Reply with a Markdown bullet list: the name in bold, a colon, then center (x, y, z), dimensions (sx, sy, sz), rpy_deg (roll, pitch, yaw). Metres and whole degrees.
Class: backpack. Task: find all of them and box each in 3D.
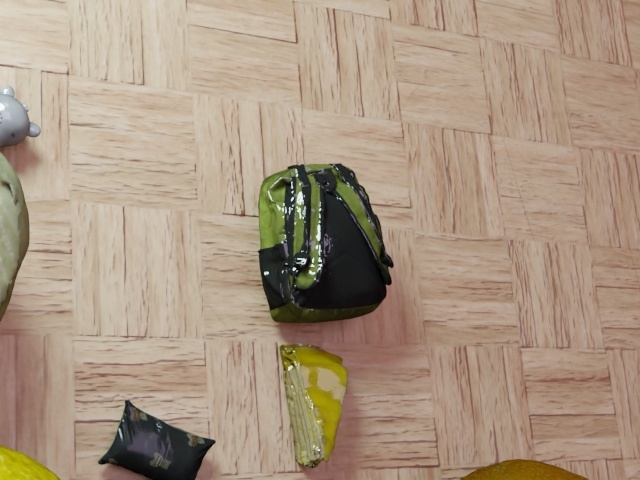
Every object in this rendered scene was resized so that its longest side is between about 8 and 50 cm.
- **backpack**: center (0.000, 0.000, 1.701), dimensions (0.207, 0.140, 0.253), rpy_deg (-5, 81, -34)

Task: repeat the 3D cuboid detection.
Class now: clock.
- **clock**: center (-0.482, -0.191, 1.523), dimensions (0.176, 0.080, 0.117), rpy_deg (51, 57, -6)

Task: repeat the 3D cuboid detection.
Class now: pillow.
- **pillow**: center (-0.225, 0.293, 1.526), dimensions (0.150, 0.048, 0.090), rpy_deg (29, 59, -21)

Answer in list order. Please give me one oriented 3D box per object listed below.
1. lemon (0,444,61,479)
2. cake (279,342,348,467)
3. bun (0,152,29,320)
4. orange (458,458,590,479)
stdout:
- **lemon**: center (-0.426, 0.377, 1.205), dimensions (0.387, 0.350, 0.350), rpy_deg (47, 57, -19)
- **cake**: center (-0.021, 0.237, 1.648), dimensions (0.116, 0.079, 0.185), rpy_deg (32, 65, -20)
- **bun**: center (-0.537, 0.006, 1.339), dimensions (0.359, 0.211, 0.360), rpy_deg (-1, 92, -32)
- **orange**: center (0.284, 0.503, 1.588), dimensions (0.322, 0.322, 0.357), rpy_deg (38, 64, -14)
